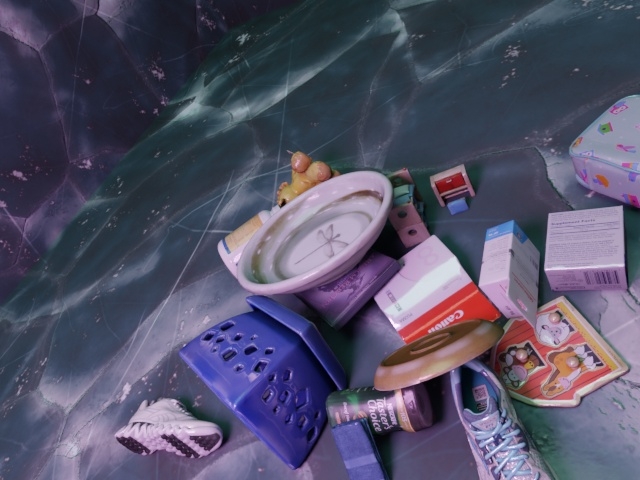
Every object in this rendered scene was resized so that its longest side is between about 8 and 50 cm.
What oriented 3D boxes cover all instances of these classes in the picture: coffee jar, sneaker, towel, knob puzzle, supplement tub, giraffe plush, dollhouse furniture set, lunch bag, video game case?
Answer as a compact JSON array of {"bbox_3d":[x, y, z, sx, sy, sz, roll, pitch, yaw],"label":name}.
[{"bbox_3d":[0.107,0.299,0.901,0.184,0.079,0.096,-20,76,21],"label":"coffee jar"},{"bbox_3d":[0.258,0.297,0.753,0.110,0.122,0.283,-31,44,11],"label":"sneaker"},{"bbox_3d":[0.067,0.364,0.863,0.067,0.120,0.029,-22,-1,21],"label":"towel"},{"bbox_3d":[0.370,0.194,0.855,0.213,0.030,0.213,-22,41,20],"label":"knob puzzle"},{"bbox_3d":[-0.159,0.009,1.369,0.199,0.144,0.144,-35,38,3],"label":"supplement tub"},{"bbox_3d":[-0.331,0.409,1.136,0.292,0.110,0.118,-10,37,31],"label":"sneaker"},{"bbox_3d":[-0.053,-0.147,1.453,0.210,0.181,0.171,27,91,39],"label":"giraffe plush"},{"bbox_3d":[0.252,-0.097,1.165,0.183,0.129,0.129,-20,41,21],"label":"dollhouse furniture set"},{"bbox_3d":[0.642,-0.165,0.945,0.224,0.108,0.279,-41,38,-9],"label":"lunch bag"},{"bbox_3d":[0.045,0.087,1.175,0.196,0.026,0.274,-45,24,-8],"label":"video game case"}]

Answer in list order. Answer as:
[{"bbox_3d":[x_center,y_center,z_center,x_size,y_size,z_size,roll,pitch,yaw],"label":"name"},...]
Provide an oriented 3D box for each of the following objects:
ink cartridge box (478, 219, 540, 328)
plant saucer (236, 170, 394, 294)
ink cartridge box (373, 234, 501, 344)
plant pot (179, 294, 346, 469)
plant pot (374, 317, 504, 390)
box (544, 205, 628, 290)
[{"bbox_3d":[0.345,0.066,0.927,0.060,0.104,0.180,-22,33,42],"label":"ink cartridge box"},{"bbox_3d":[0.000,0.000,1.146,0.400,0.101,0.401,-27,26,14],"label":"plant saucer"},{"bbox_3d":[0.219,0.115,1.037,0.189,0.066,0.232,-35,34,4],"label":"ink cartridge box"},{"bbox_3d":[-0.097,0.258,1.005,0.212,0.236,0.235,-45,37,-21],"label":"plant pot"},{"bbox_3d":[0.192,0.185,0.859,0.236,0.032,0.236,-25,-6,-3],"label":"plant pot"},{"bbox_3d":[0.479,0.016,0.916,0.126,0.072,0.137,-5,49,35],"label":"box"}]
